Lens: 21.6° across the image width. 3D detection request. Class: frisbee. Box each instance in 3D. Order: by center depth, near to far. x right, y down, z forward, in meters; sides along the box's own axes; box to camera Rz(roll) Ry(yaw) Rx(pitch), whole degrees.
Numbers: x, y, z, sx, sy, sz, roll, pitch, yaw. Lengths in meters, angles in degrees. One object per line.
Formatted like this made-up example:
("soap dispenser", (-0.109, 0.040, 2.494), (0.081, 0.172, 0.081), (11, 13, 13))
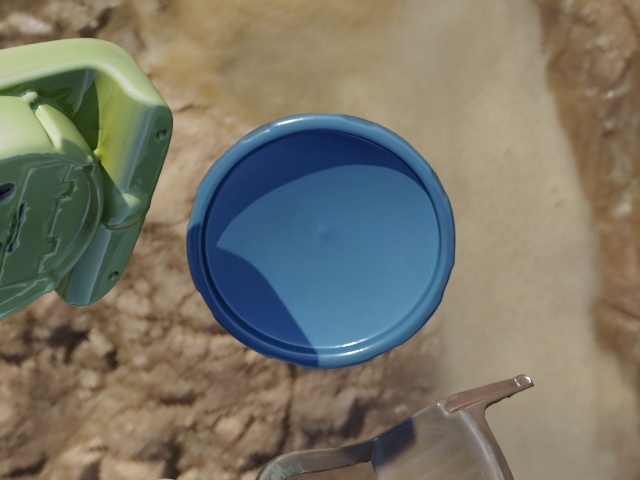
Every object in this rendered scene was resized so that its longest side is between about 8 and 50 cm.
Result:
("frisbee", (0.001, -0.001, 1.789), (0.289, 0.049, 0.289), (0, 111, 0))

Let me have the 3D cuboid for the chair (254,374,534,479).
("chair", (0.104, 0.262, 1.755), (0.183, 0.326, 0.175), (-36, 72, 31))

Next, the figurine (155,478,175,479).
("figurine", (-0.040, 0.330, 1.221), (0.206, 0.365, 0.218), (15, 93, -21))

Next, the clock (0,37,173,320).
("clock", (-0.317, -0.030, 1.518), (0.117, 0.348, 0.286), (51, 138, 28))
